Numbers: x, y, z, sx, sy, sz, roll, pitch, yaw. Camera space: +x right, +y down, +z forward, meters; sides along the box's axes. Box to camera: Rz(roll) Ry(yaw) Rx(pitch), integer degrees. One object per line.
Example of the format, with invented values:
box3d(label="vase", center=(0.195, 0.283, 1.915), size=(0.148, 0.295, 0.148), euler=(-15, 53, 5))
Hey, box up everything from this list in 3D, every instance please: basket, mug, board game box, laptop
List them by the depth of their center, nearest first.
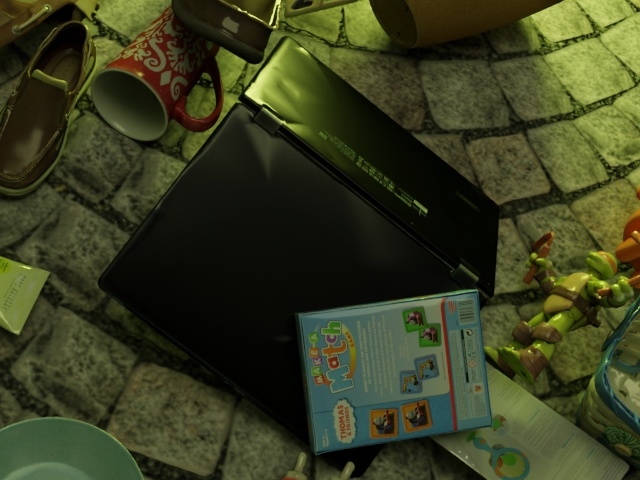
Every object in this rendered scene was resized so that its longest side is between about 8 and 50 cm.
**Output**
box3d(label="board game box", center=(0.084, 0.148, 1.360), size=(0.211, 0.039, 0.160), euler=(-7, 92, -12))
box3d(label="basket", center=(0.449, 0.172, 1.391), size=(0.254, 0.289, 0.201), euler=(31, 50, 8))
box3d(label="laptop", center=(0.000, 0.000, 1.478), size=(0.382, 0.236, 0.408), euler=(38, 26, -9))
box3d(label="mug", center=(-0.198, -0.214, 1.566), size=(0.150, 0.113, 0.169), euler=(47, 48, -19))

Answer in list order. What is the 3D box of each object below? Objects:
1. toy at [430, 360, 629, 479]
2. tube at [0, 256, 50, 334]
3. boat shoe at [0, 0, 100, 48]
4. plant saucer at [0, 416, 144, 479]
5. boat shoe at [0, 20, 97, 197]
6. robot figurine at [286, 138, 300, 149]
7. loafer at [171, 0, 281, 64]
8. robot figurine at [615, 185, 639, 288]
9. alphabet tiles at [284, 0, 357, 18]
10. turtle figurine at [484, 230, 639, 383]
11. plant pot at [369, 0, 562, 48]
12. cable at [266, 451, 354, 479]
box3d(label="toy", center=(0.230, 0.249, 1.419), size=(0.237, 0.056, 0.137), euler=(38, 55, 15))
box3d(label="tube", center=(-0.438, 0.026, 1.360), size=(0.240, 0.062, 0.070), euler=(23, 94, -5))
box3d(label="boat shoe", center=(-0.352, -0.340, 1.596), size=(0.324, 0.123, 0.116), euler=(-36, 107, -40))
box3d(label="plant saucer", center=(-0.261, 0.264, 1.132), size=(0.195, 0.037, 0.195), euler=(4, 58, -7))
box3d(label="boat shoe", center=(-0.352, -0.175, 1.488), size=(0.095, 0.095, 0.257), euler=(18, 55, -5))
box3d(label="robot figurine", center=(-0.040, -0.163, 1.592), size=(0.115, 0.067, 0.101), euler=(26, 70, -2))
box3d(label="loafer", center=(-0.110, -0.358, 1.573), size=(0.134, 0.130, 0.366), euler=(26, 28, -21))
box3d(label="robot figurine", center=(0.504, -0.011, 1.625), size=(0.219, 0.128, 0.158), euler=(-30, 50, -29))
box3d(label="alphabet tiles", center=(0.044, -0.468, 1.741), size=(0.285, 0.011, 0.342), euler=(-10, 53, 23))
box3d(label="turtle figurine", center=(0.298, 0.082, 1.488), size=(0.217, 0.269, 0.087), euler=(-44, 111, -12))
box3d(label="plant pot", center=(0.204, -0.391, 1.735), size=(0.254, 0.237, 0.237), euler=(-35, 73, -17))
box3d(label="cable", center=(-0.040, 0.359, 1.259), size=(0.139, 0.072, 0.287), euler=(22, 55, 4))
